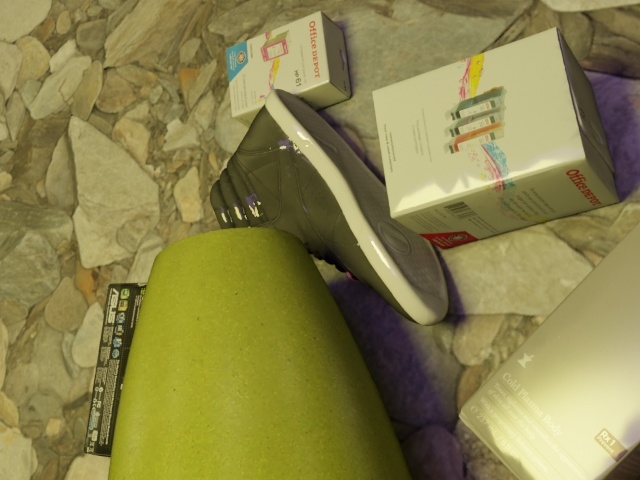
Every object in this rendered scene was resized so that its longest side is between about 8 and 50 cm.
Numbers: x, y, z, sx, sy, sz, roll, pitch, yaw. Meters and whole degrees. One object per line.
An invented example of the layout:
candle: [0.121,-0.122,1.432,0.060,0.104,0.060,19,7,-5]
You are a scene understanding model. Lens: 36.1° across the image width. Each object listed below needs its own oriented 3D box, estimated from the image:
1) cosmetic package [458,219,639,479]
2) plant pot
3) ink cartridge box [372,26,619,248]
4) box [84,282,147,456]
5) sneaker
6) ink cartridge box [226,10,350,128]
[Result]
cosmetic package: [0.246,0.101,0.788,0.238,0.107,0.127,-52,55,10]
plant pot: [-0.060,0.149,0.841,0.275,0.275,0.293,-18,68,24]
ink cartridge box: [0.157,-0.084,0.876,0.176,0.128,0.127,-15,69,24]
box: [-0.156,0.138,1.038,0.184,0.045,0.190,-3,74,26]
sneaker: [0.000,0.000,0.965,0.147,0.105,0.295,-49,62,22]
ink cartridge box: [-0.035,-0.181,1.057,0.122,0.052,0.088,-16,68,23]
